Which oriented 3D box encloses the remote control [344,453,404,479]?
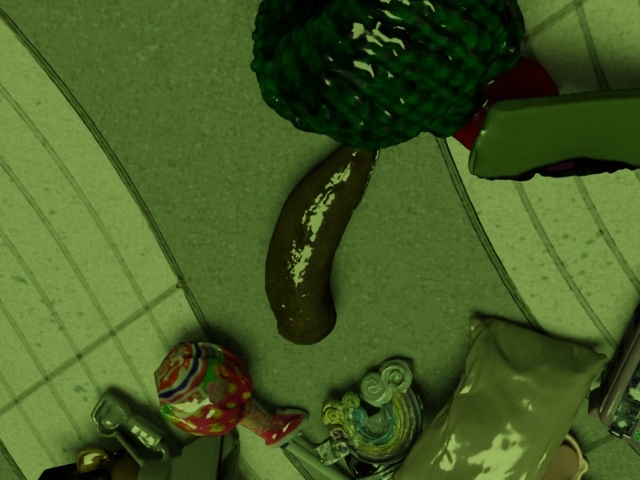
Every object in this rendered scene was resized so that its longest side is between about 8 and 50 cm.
[{"bbox_3d":[0.132,0.357,1.701,0.266,0.066,0.090,43,119,-9],"label":"remote control"}]

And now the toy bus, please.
[{"bbox_3d":[0.397,0.148,1.511,0.108,0.096,0.199,19,122,3],"label":"toy bus"}]

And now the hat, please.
[{"bbox_3d":[0.117,-0.199,1.299,0.332,0.242,0.274,23,145,-32],"label":"hat"}]

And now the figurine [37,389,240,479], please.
[{"bbox_3d":[-0.240,0.348,1.729,0.308,0.143,0.309,-1,86,12],"label":"figurine"}]

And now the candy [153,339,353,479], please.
[{"bbox_3d":[-0.061,0.253,1.672,0.365,0.124,0.124,37,121,-24],"label":"candy"}]

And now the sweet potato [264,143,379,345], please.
[{"bbox_3d":[-0.003,-0.004,1.507,0.112,0.085,0.286,2,117,-32],"label":"sweet potato"}]

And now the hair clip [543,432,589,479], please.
[{"bbox_3d":[0.260,0.292,1.648,0.138,0.102,0.123,-25,95,-15],"label":"hair clip"}]

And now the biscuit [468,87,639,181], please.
[{"bbox_3d":[0.287,-0.112,1.305,0.322,0.038,0.099,-7,135,-25],"label":"biscuit"}]

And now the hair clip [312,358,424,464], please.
[{"bbox_3d":[0.067,0.232,1.635,0.172,0.049,0.116,-34,91,23],"label":"hair clip"}]

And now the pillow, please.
[{"bbox_3d":[0.209,0.221,1.554,0.173,0.067,0.270,26,93,8],"label":"pillow"}]
